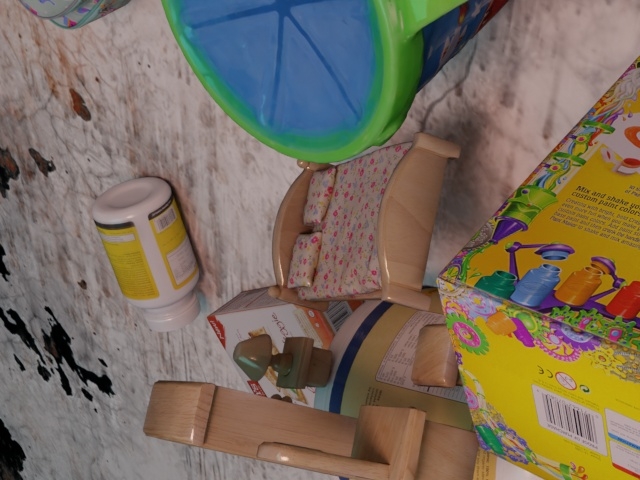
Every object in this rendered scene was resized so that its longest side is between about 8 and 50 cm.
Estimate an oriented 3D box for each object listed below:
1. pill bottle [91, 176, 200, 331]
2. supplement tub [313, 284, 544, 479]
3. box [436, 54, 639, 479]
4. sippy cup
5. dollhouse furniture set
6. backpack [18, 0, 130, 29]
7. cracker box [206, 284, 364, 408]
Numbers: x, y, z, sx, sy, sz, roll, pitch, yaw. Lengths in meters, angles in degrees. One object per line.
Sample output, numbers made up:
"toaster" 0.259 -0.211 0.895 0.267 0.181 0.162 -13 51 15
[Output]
"pill bottle" -0.213 0.021 1.457 0.103 0.103 0.184 14 130 43
"supplement tub" 0.173 0.168 1.018 0.316 0.228 0.228 9 127 46
"box" 0.280 0.038 0.711 0.290 0.279 0.177 23 146 38
"sippy cup" 0.034 -0.208 0.848 0.305 0.224 0.240 35 141 24
"dollhouse furniture set" 0.000 0.000 0.911 0.174 0.355 0.303 16 168 -24
"backpack" -0.258 -0.307 1.186 0.166 0.144 0.188 49 149 -4
"cracker box" -0.020 0.131 1.359 0.232 0.067 0.155 -13 109 54
